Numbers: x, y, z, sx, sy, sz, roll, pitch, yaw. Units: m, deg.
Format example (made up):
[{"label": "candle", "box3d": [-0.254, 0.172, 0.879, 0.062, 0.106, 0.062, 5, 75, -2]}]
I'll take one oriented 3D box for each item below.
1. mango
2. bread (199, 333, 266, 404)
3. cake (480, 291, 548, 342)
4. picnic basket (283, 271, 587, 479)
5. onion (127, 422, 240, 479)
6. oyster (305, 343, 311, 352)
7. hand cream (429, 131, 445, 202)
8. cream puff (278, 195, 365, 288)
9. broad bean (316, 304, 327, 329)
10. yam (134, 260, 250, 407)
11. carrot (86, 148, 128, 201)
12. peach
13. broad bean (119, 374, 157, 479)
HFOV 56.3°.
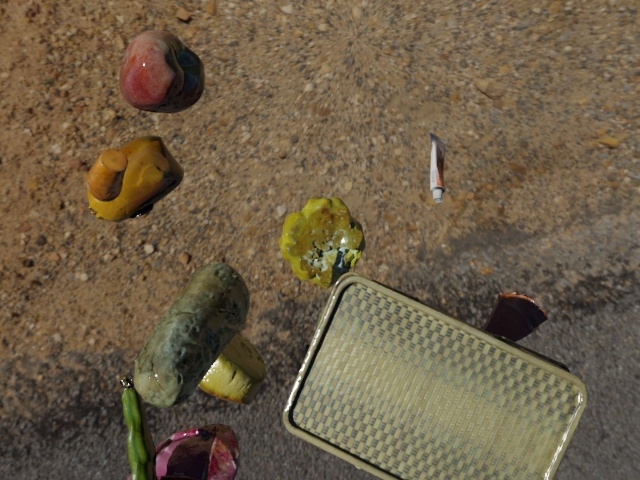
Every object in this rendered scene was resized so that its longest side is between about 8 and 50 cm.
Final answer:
[{"label": "mango", "box3d": [-0.539, -0.171, 1.707, 0.287, 0.201, 0.153, -46, 144, -14]}, {"label": "bread", "box3d": [-0.297, 0.392, 1.868, 0.269, 0.270, 0.148, 37, 102, -9]}, {"label": "cake", "box3d": [0.473, 0.248, 1.632, 0.135, 0.098, 0.287, 44, 111, -2]}, {"label": "picnic basket", "box3d": [0.108, 0.152, 0.593, 0.266, 0.139, 0.165, 24, 89, 9]}, {"label": "onion", "box3d": [-0.263, 0.416, 1.051, 0.111, 0.250, 0.248, 42, 63, -23]}, {"label": "oyster", "box3d": [0.033, 0.496, 2.040, 0.128, 0.079, 0.345, -29, 65, -1]}, {"label": "hand cream", "box3d": [0.316, -0.194, 1.601, 0.038, 0.216, 0.052, -8, 148, 24]}, {"label": "cream puff", "box3d": [0.001, 0.002, 1.829, 0.281, 0.185, 0.282, -2, 96, -15]}, {"label": "broad bean", "box3d": [0.060, 0.204, 1.077, 0.100, 0.228, 0.169, 7, 102, -21]}, {"label": "yam", "box3d": [-0.215, 0.158, 1.019, 0.133, 0.330, 0.133, 4, 114, 9]}, {"label": "carrot", "box3d": [-0.505, -0.150, 1.407, 0.087, 0.193, 0.087, 6, 72, -20]}, {"label": "peach", "box3d": [-0.288, -0.285, 1.062, 0.152, 0.152, 0.152, 1, 109, 3]}, {"label": "broad bean", "box3d": [-0.291, 0.353, 0.969, 0.043, 0.298, 0.060, -23, 139, -1]}]
